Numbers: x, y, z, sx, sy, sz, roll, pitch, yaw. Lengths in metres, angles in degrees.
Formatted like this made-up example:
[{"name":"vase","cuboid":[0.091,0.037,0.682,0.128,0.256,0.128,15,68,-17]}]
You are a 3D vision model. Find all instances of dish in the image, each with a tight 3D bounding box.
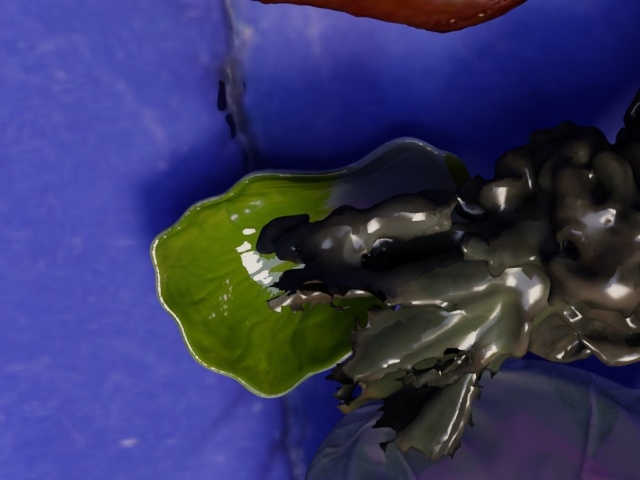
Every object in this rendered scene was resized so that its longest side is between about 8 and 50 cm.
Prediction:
[{"name":"dish","cuboid":[0.000,0.000,0.733,0.137,0.039,0.091,-29,109,10]}]

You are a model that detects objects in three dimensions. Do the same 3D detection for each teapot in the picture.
[{"name":"teapot","cuboid":[0.096,0.142,0.773,0.163,0.221,0.178,23,136,31]}]

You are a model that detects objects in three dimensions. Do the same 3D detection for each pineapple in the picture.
[{"name":"pineapple","cuboid":[0.154,-0.030,0.647,0.361,0.175,0.175,-16,118,8]}]

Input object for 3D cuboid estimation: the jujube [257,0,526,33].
[{"name":"jujube","cuboid":[0.034,-0.185,0.561,0.183,0.183,0.243,17,110,-10]}]
